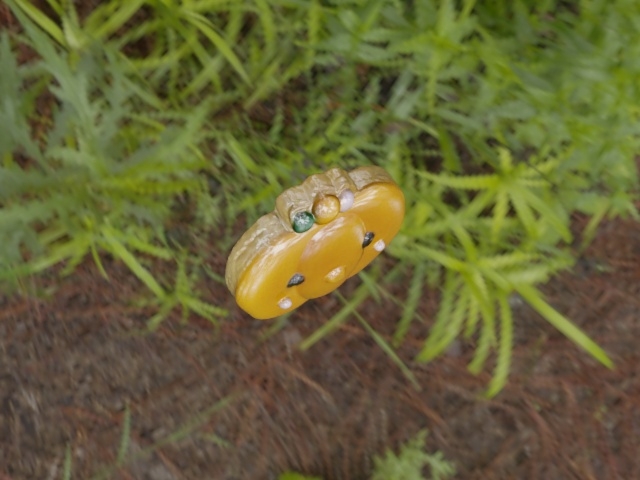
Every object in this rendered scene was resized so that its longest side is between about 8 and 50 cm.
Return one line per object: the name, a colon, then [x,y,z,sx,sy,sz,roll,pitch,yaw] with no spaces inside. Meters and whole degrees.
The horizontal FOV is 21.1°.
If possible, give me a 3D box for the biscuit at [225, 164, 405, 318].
biscuit: [0.002,0.003,1.406,0.170,0.050,0.170,-31,157,-15]
